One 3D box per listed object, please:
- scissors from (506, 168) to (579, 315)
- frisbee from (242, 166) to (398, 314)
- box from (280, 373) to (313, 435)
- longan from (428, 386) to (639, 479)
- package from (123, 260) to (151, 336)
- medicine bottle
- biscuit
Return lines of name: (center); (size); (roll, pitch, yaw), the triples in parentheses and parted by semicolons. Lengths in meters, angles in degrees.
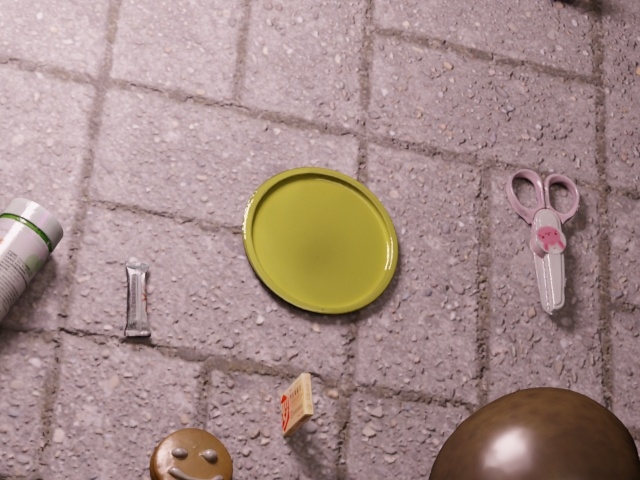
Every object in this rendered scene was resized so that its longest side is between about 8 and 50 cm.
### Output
scissors: (0.343, 0.001, 2.167); (0.118, 0.030, 0.242); (9, 61, -14)
frisbee: (0.000, 0.000, 2.057); (0.236, 0.017, 0.236); (8, 63, -16)
box: (-0.032, 0.218, 1.897); (0.015, 0.093, 0.058); (6, 63, -19)
longan: (0.280, 0.343, 1.831); (0.318, 0.319, 0.319); (8, 63, -16)
package: (-0.248, 0.079, 1.934); (0.037, 0.015, 0.110); (5, 66, -18)
medicine bottle: (-0.417, 0.039, 1.854); (0.086, 0.086, 0.183); (32, 59, -2)
biscuit: (-0.155, 0.365, 1.777); (0.196, 0.049, 0.302); (11, 48, -20)
